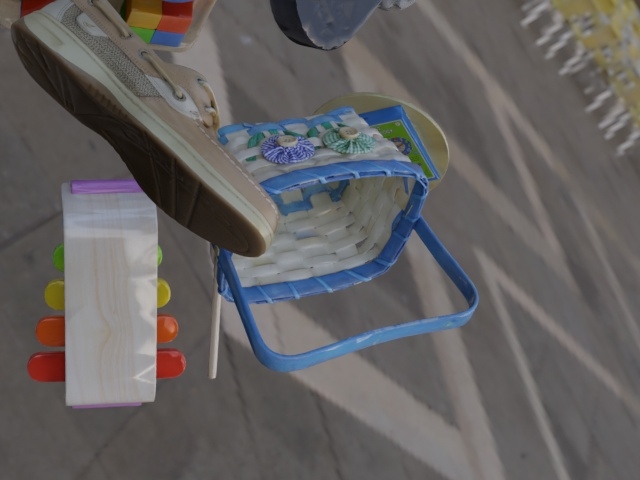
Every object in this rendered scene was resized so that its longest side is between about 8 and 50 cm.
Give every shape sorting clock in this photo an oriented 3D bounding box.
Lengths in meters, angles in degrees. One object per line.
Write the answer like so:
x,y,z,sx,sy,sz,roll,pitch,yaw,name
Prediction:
0.079,-0.130,1.853,0.206,0.206,0.040,47,41,-36,shape sorting clock

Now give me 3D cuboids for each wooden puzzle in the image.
-0.298,-0.376,1.915,0.322,0.348,0.080,6,65,-18,wooden puzzle

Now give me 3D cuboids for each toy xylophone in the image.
-0.242,0.082,1.686,0.236,0.322,0.081,7,17,-15,toy xylophone

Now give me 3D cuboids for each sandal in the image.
0.062,-0.222,0.857,0.254,0.054,0.097,-58,139,-18,sandal

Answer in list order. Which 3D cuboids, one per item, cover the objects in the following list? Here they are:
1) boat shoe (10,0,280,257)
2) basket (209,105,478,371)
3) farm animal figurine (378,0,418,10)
-0.152,-0.126,1.282,0.341,0.110,0.121,44,-25,11,boat shoe
0.000,0.000,1.413,0.255,0.201,0.289,-12,57,-27,basket
-0.024,-0.365,1.048,0.172,0.330,0.326,-3,107,-48,farm animal figurine
